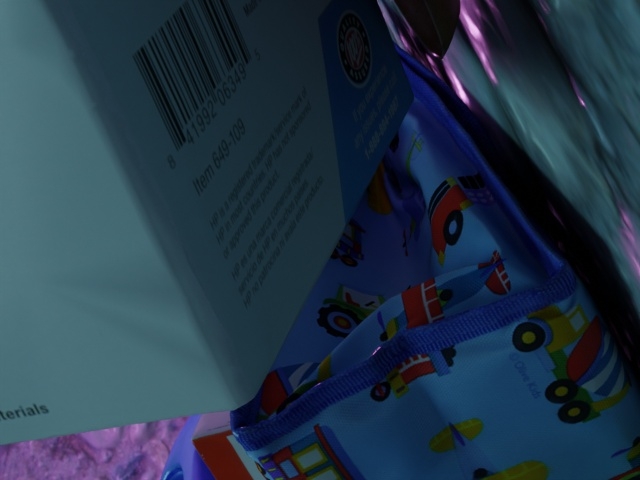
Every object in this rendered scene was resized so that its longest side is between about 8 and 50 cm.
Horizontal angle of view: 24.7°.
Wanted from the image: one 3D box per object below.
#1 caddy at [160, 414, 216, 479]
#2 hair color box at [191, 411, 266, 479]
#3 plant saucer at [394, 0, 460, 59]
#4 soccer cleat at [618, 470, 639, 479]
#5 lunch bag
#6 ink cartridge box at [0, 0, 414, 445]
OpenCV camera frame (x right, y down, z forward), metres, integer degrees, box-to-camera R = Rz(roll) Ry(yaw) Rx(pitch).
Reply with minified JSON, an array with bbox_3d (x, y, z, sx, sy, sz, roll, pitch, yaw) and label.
[{"bbox_3d":[-0.001,0.244,0.959,0.179,0.241,0.341,11,-146,-37],"label":"caddy"},{"bbox_3d":[0.003,0.062,0.777,0.053,0.093,0.167,60,-153,-24],"label":"hair color box"},{"bbox_3d":[0.027,-0.102,0.503,0.083,0.015,0.083,60,-179,-1],"label":"plant saucer"},{"bbox_3d":[0.153,0.148,0.535,0.179,0.060,0.072,52,175,-34],"label":"soccer cleat"},{"bbox_3d":[0.058,0.038,0.675,0.221,0.138,0.293,57,-169,-32],"label":"lunch bag"},{"bbox_3d":[-0.124,-0.099,0.455,0.270,0.197,0.198,67,-153,-23],"label":"ink cartridge box"}]
